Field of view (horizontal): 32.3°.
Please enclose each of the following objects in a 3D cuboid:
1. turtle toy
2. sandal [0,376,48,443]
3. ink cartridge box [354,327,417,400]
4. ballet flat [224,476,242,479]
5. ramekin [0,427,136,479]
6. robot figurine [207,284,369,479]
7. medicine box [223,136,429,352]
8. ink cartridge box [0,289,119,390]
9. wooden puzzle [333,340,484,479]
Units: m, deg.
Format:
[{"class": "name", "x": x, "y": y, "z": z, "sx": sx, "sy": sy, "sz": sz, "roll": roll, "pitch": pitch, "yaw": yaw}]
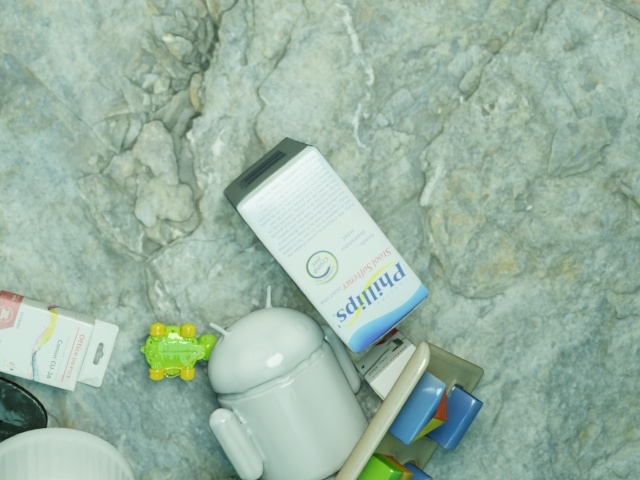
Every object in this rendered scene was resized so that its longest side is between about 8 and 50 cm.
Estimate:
[{"class": "turtle toy", "x": -0.226, "y": 0.176, "z": 1.795, "sx": 0.130, "sy": 0.066, "sz": 0.095, "roll": 2, "pitch": 97, "yaw": -10}, {"class": "sandal", "x": -0.654, "y": 0.279, "z": 1.714, "sx": 0.446, "sy": 0.107, "sz": 0.167, "roll": 11, "pitch": 96, "yaw": -12}, {"class": "ink cartridge box", "x": 0.120, "y": 0.207, "z": 1.823, "sx": 0.099, "sy": 0.135, "sz": 0.056, "roll": -43, "pitch": 101, "yaw": -2}, {"class": "ballet flat", "x": -0.111, "y": 0.433, "z": 1.863, "sx": 0.114, "sy": 0.041, "sz": 0.041, "roll": 29, "pitch": 92, "yaw": -12}, {"class": "ramekin", "x": -0.420, "y": 0.445, "z": 1.729, "sx": 0.277, "sy": 0.135, "sz": 0.277, "roll": -5, "pitch": 114, "yaw": -12}, {"class": "robot figurine", "x": -0.052, "y": 0.256, "z": 1.767, "sx": 0.300, "sy": 0.200, "sz": 0.353, "roll": -36, "pitch": 105, "yaw": -44}, {"class": "medicine box", "x": 0.000, "y": 0.000, "z": 1.709, "sx": 0.149, "sy": 0.263, "sz": 0.289, "roll": -40, "pitch": 102, "yaw": -3}, {"class": "ink cartridge box", "x": -0.431, "y": 0.164, "z": 1.758, "sx": 0.198, "sy": 0.067, "sz": 0.115, "roll": 17, "pitch": 94, "yaw": -12}, {"class": "wooden puzzle", "x": 0.146, "y": 0.329, "z": 1.749, "sx": 0.080, "sy": 0.348, "sz": 0.322, "roll": 32, "pitch": 91, "yaw": 24}]
